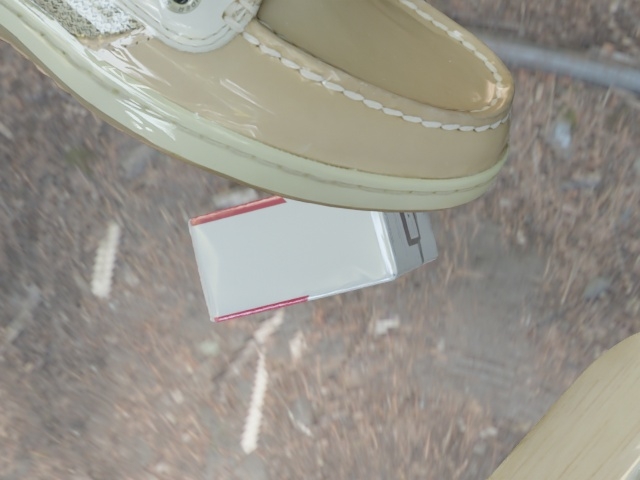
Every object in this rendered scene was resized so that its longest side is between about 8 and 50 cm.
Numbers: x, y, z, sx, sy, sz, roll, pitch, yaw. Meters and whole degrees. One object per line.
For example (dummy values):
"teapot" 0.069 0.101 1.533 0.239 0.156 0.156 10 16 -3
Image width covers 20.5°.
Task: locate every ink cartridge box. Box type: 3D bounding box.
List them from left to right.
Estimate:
"ink cartridge box" 0.000 0.000 1.026 0.109 0.150 0.063 -15 90 13

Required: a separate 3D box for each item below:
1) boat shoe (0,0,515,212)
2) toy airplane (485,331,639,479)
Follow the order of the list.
"boat shoe" -0.063 -0.118 0.629 0.341 0.121 0.110 24 122 -19
"toy airplane" -0.011 0.230 0.587 0.272 0.384 0.386 40 123 -2
